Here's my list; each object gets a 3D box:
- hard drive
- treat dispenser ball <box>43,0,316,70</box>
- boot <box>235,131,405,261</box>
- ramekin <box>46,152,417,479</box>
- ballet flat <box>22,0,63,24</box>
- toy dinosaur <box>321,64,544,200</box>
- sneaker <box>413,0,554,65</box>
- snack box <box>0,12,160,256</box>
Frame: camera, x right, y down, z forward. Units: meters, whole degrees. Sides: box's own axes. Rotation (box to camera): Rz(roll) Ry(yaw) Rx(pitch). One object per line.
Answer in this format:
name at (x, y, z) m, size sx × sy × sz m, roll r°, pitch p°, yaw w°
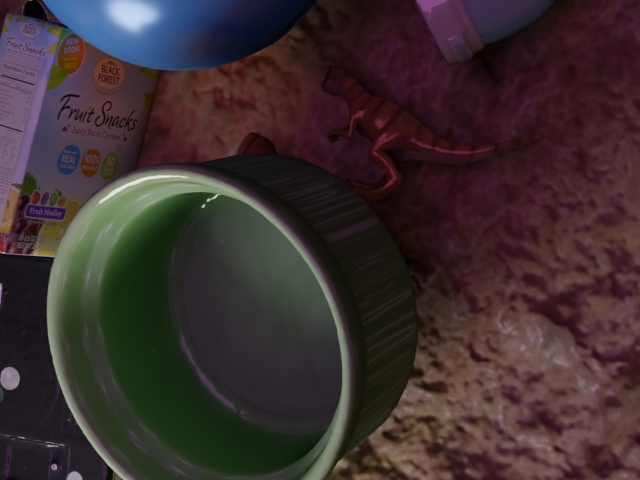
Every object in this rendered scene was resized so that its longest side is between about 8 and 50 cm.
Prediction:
hard drive at (-0.323, 0.125, 1.877) m, size 0.339 × 0.064 × 0.237 m, roll 5°, pitch 90°, yaw 26°
treat dispenser ball at (-0.120, -0.288, 1.668) m, size 0.288 × 0.288 × 0.288 m, roll -1°, pitch 87°, yaw 26°
boot at (0.000, 0.000, 1.721) m, size 0.152 × 0.073 × 0.197 m, roll -1°, pitch 100°, yaw 27°
ramekin at (-0.066, 0.071, 1.642) m, size 0.303 × 0.148 × 0.303 m, roll 9°, pitch 108°, yaw 30°
ballet flat at (-0.272, -0.156, 1.854) m, size 0.084 × 0.058 × 0.250 m, roll 19°, pitch 101°, yaw 62°
toy dinosaur at (0.071, -0.086, 1.692) m, size 0.211 × 0.064 × 0.112 m, roll 29°, pitch 99°, yaw 24°
sneaker at (0.101, -0.334, 1.667) m, size 0.150 × 0.135 × 0.366 m, roll -24°, pitch 80°, yaw 5°
snack box at (-0.236, -0.091, 1.781) m, size 0.070 × 0.174 × 0.207 m, roll 16°, pitch 96°, yaw 27°
